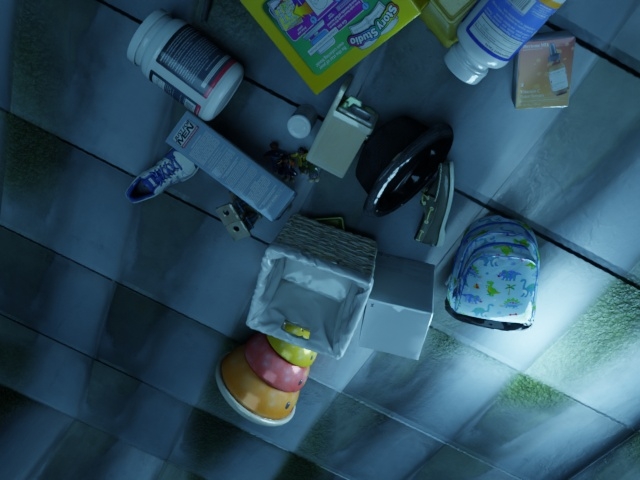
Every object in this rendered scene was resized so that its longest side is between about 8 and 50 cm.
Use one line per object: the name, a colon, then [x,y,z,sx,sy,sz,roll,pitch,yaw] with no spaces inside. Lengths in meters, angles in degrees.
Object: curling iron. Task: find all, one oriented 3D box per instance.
curling iron: [-0.269,-0.702,1.373,0.068,0.035,0.274,31,123,-6]

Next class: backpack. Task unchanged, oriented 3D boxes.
backpack: [0.535,0.101,1.579,0.290,0.273,0.356,11,111,14]

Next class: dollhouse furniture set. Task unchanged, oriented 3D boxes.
dollhouse furniture set: [-0.213,-0.107,1.671,0.183,0.129,0.129,-19,115,24]

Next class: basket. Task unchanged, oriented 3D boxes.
basket: [-0.020,0.132,1.638,0.328,0.266,0.331,19,124,1]

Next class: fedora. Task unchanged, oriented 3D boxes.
fedora: [0.211,-0.225,1.460,0.152,0.334,0.334,49,125,21]

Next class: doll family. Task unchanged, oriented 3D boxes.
doll family: [-0.085,-0.242,1.589,0.192,0.076,0.111,-1,140,8]

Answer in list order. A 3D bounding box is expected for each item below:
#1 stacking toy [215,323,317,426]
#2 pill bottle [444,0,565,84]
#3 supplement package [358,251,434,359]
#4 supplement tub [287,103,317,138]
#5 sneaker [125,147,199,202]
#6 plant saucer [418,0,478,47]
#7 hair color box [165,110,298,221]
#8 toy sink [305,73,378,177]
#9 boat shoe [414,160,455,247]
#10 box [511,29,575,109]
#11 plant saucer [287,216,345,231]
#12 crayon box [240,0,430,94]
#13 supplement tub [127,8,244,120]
stacking toy: [-0.126,0.402,1.899,0.350,0.351,0.480,35,107,-9]
pill bottle: [0.418,-0.504,1.214,0.152,0.152,0.272,33,136,-8]
supplement package: [0.247,0.205,1.677,0.199,0.263,0.198,12,123,6]
supplement tub: [-0.051,-0.344,1.500,0.071,0.107,0.071,6,122,10]
sneaker: [-0.504,-0.206,1.678,0.296,0.131,0.112,-32,108,26]
plant saucer: [0.326,-0.683,1.222,0.333,0.081,0.332,43,120,-14]
hair color box: [-0.250,-0.211,1.530,0.374,0.185,0.114,38,93,-1]
toy sink: [0.076,-0.320,1.461,0.131,0.153,0.234,27,122,-4]
boat shoe: [0.340,-0.104,1.547,0.091,0.109,0.305,8,133,9]
box: [0.559,-0.430,1.316,0.130,0.091,0.171,-1,121,14]
plant saucer: [0.000,0.000,1.738,0.188,0.045,0.188,-3,120,15]
crayon box: [0.029,-0.595,1.289,0.363,0.106,0.313,-26,114,41]
supplement tub: [-0.368,-0.482,1.438,0.272,0.191,0.191,36,122,-10]
